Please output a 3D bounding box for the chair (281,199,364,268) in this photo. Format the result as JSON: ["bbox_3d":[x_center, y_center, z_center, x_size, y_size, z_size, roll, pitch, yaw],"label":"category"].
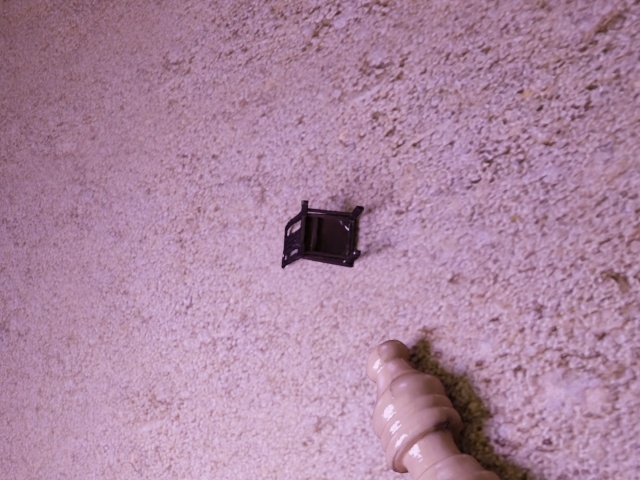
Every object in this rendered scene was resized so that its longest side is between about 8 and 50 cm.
[{"bbox_3d":[0.000,0.000,1.666,0.212,0.101,0.084,126,150,-76],"label":"chair"}]

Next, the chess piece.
[{"bbox_3d":[0.134,0.269,1.422,0.139,0.124,0.307,101,152,-43],"label":"chess piece"}]
